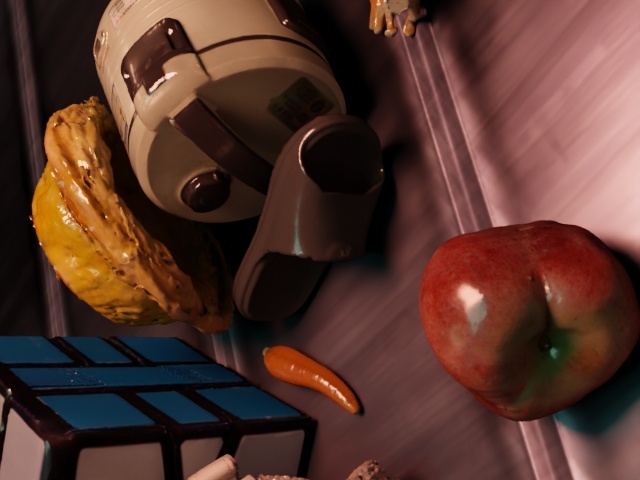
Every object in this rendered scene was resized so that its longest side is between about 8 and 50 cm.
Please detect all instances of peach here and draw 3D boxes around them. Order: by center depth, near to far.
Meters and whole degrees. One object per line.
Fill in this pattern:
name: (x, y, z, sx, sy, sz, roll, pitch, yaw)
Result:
peach: (0.142, 0.045, 0.717, 0.152, 0.152, 0.152, -9, 78, 49)

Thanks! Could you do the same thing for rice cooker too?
rice cooker: (-0.098, -0.146, 0.959, 0.226, 0.226, 0.244, -51, 47, 33)

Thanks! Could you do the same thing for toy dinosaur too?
toy dinosaur: (0.069, -0.262, 0.845, 0.142, 0.057, 0.212, -107, 15, -57)

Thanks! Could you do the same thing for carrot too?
carrot: (-0.012, 0.133, 0.963, 0.142, 0.035, 0.035, 21, 101, 45)

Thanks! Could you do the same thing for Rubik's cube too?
Rubik's cube: (-0.218, 0.268, 0.996, 0.283, 0.288, 0.294, 17, 101, 49)

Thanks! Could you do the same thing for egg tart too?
egg tart: (-0.195, -0.008, 1.011, 0.118, 0.288, 0.288, -35, 55, 9)

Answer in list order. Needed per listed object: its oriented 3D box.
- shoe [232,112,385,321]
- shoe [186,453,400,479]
shoe: (0.000, 0.000, 0.914, 0.093, 0.108, 0.241, 54, 131, 37)
shoe: (-0.084, 0.283, 0.820, 0.172, 0.350, 0.198, 123, 149, -59)
